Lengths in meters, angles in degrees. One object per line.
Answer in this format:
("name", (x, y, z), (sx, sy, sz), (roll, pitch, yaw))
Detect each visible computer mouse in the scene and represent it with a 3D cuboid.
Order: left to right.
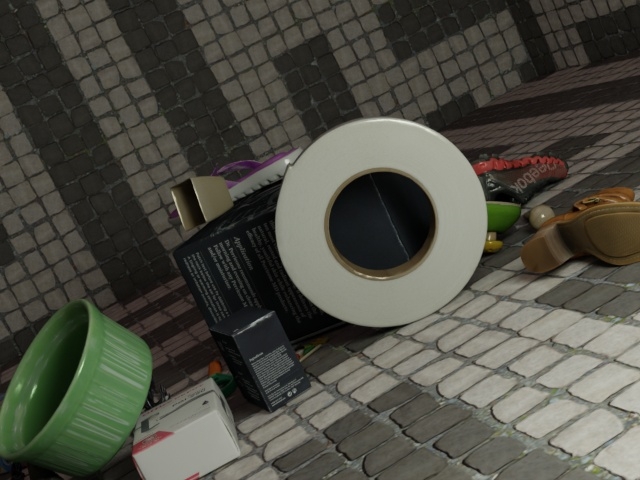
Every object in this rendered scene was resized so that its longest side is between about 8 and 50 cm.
("computer mouse", (-0.565, 0.448, 1.988), (0.193, 0.042, 0.106), (-28, 9, -7))

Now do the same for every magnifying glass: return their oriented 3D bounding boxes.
("magnifying glass", (-0.218, 0.290, 1.966), (0.092, 0.026, 0.231), (-27, 9, -1))

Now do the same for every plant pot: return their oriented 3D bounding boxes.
("plant pot", (-0.265, -0.093, 2.181), (0.096, 0.109, 0.109), (-21, 2, -37))

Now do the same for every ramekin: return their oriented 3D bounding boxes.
("ramekin", (-0.433, 0.271, 1.697), (0.303, 0.148, 0.304), (-37, 35, 32))

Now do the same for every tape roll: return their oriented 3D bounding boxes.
("tape roll", (0.108, -0.035, 1.744), (0.391, 0.392, 0.072), (-26, 11, 3))

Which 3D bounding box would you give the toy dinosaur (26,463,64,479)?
("toy dinosaur", (-0.497, 0.462, 1.629), (0.160, 0.121, 0.313), (-13, 7, 8))

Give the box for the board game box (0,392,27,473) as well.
("board game box", (-0.701, 0.429, 2.144), (0.275, 0.142, 0.144), (-21, 12, 28))

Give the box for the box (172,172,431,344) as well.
("box", (0.000, 0.000, 2.141), (0.471, 0.298, 0.480), (-21, 11, 18))

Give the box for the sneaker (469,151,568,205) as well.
("sneaker", (0.459, -0.131, 2.196), (0.275, 0.135, 0.097), (-6, -13, -25))

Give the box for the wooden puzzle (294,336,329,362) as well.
("wooden puzzle", (-0.041, 0.223, 1.884), (0.078, 0.014, 0.116), (-17, 14, 44))

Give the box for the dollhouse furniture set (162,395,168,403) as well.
("dollhouse furniture set", (-0.279, 0.320, 1.798), (0.091, 0.081, 0.114), (-24, 10, 14))

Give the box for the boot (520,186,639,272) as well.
("boot", (0.500, -0.031, 1.618), (0.283, 0.109, 0.220), (-27, 3, 46))

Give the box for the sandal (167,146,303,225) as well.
("sandal", (-0.216, -0.155, 2.358), (0.416, 0.102, 0.169), (-23, 9, 25))

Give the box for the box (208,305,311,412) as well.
("box", (-0.111, 0.209, 1.715), (0.093, 0.158, 0.156), (-30, 11, -20))

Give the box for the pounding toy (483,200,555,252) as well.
("pounding toy", (0.345, -0.016, 1.953), (0.236, 0.110, 0.183), (2, -4, -6))

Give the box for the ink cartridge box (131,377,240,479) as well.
("ink cartridge box", (-0.227, 0.327, 1.605), (0.158, 0.092, 0.218), (-27, 8, -5))

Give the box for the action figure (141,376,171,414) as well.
("action figure", (-0.438, 0.338, 1.908), (0.275, 0.164, 0.141), (-19, 51, 14))
